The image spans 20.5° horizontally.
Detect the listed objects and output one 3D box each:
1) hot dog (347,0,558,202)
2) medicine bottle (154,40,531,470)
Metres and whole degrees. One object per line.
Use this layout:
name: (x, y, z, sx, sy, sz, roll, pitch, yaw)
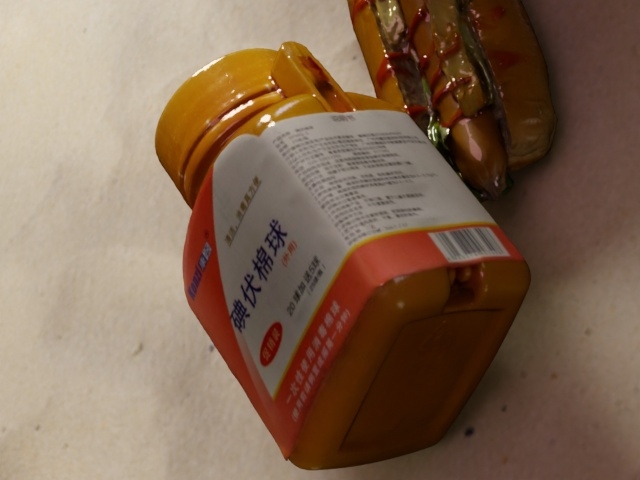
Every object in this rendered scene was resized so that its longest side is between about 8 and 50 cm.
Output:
hot dog: (0.066, -0.130, 1.040, 0.104, 0.076, 0.250, -27, 58, 21)
medicine bottle: (-0.001, 0.000, 0.984, 0.222, 0.112, 0.149, 54, 134, 34)
